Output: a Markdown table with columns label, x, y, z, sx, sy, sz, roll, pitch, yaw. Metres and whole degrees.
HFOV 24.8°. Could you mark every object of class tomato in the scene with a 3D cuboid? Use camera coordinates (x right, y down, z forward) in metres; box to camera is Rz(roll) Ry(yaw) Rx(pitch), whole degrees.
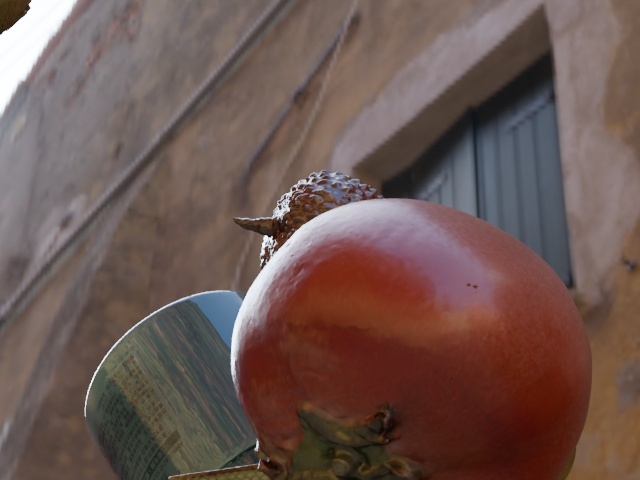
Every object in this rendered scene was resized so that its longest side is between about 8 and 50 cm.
| label | x | y | z | sx | sy | sz | roll | pitch | yaw |
| --- | --- | --- | --- | --- | --- | --- | --- | --- | --- |
| tomato | 0.084 | 0.108 | 1.279 | 0.322 | 0.321 | 0.321 | 2 | -40 | 1 |

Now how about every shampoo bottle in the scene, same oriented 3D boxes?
| label | x | y | z | sx | sy | sz | roll | pitch | yaw |
| --- | --- | --- | --- | --- | --- | --- | --- | --- | --- |
| shampoo bottle | -0.110 | 0.290 | 1.972 | 0.331 | 0.342 | 0.331 | -22 | -43 | -22 |

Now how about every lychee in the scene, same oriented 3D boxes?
| label | x | y | z | sx | sy | sz | roll | pitch | yaw |
| --- | --- | --- | --- | --- | --- | --- | --- | --- | --- |
| lychee | 0.000 | 0.000 | 1.639 | 0.197 | 0.165 | 0.165 | 18 | -42 | -11 |

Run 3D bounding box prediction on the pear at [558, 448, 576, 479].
| label | x | y | z | sx | sy | sz | roll | pitch | yaw |
| --- | --- | --- | --- | --- | --- | --- | --- | --- | --- |
| pear | 0.229 | 0.257 | 1.858 | 0.200 | 0.200 | 0.200 | 2 | -40 | 1 |

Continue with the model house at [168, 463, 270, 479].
| label | x | y | z | sx | sy | sz | roll | pitch | yaw |
| --- | --- | --- | --- | --- | --- | --- | --- | --- | --- |
| model house | -0.086 | 0.335 | 1.586 | 0.178 | 0.271 | 0.206 | -7 | -64 | 18 |

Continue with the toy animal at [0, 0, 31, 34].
| label | x | y | z | sx | sy | sz | roll | pitch | yaw |
| --- | --- | --- | --- | --- | --- | --- | --- | --- | --- |
| toy animal | -0.331 | -0.226 | 1.366 | 0.137 | 0.098 | 0.098 | -45 | -50 | -2 |
